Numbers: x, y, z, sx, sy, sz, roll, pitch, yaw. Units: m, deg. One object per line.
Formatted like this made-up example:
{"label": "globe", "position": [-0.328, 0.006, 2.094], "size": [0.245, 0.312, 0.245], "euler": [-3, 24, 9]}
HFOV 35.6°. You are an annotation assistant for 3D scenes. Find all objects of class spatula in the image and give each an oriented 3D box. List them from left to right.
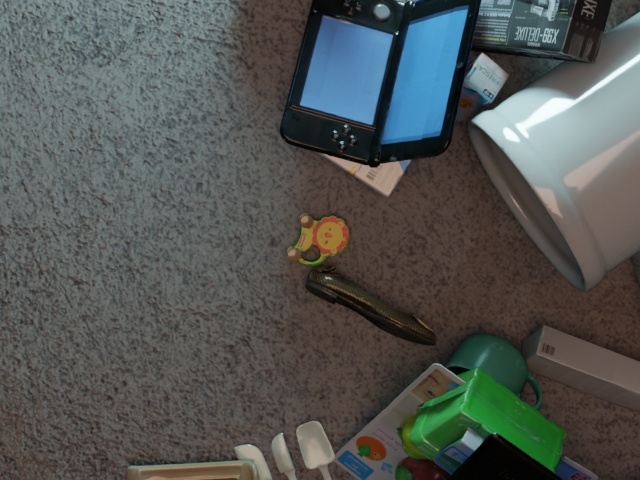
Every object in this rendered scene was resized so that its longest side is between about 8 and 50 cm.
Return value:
{"label": "spatula", "position": [-0.036, 0.455, 1.783], "size": [0.168, 0.019, 0.242], "euler": [-20, 95, 2]}

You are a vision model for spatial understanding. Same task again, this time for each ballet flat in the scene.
{"label": "ballet flat", "position": [0.093, 0.110, 1.721], "size": [0.249, 0.084, 0.058], "euler": [26, 72, 2]}

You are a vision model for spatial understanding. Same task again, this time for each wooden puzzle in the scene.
{"label": "wooden puzzle", "position": [-0.226, 0.506, 1.775], "size": [0.238, 0.044, 0.221], "euler": [-2, 99, 2]}

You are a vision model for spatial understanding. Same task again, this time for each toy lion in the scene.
{"label": "toy lion", "position": [0.000, 0.000, 1.729], "size": [0.096, 0.034, 0.100], "euler": [21, 96, -9]}

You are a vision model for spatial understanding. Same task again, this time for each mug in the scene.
{"label": "mug", "position": [0.297, 0.229, 1.697], "size": [0.157, 0.129, 0.097], "euler": [42, 62, -8]}

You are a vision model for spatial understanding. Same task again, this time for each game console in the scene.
{"label": "game console", "position": [0.092, -0.281, 1.582], "size": [0.250, 0.173, 0.293], "euler": [15, 77, -5]}

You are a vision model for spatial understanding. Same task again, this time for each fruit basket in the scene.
{"label": "fruit basket", "position": [0.225, 0.389, 1.666], "size": [0.327, 0.165, 0.353], "euler": [37, 126, -3]}

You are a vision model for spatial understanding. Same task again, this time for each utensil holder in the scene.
{"label": "utensil holder", "position": [0.476, -0.162, 1.559], "size": [0.385, 0.327, 0.328], "euler": [-35, 95, 2]}

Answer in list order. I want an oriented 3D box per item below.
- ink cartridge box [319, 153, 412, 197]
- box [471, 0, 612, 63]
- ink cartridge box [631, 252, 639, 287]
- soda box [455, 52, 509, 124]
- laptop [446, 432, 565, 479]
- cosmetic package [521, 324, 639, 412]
{"label": "ink cartridge box", "position": [0.066, -0.165, 1.691], "size": [0.181, 0.061, 0.104], "euler": [33, 94, -3]}
{"label": "box", "position": [0.323, -0.411, 1.544], "size": [0.076, 0.307, 0.243], "euler": [9, 97, -34]}
{"label": "ink cartridge box", "position": [0.653, 0.065, 1.677], "size": [0.207, 0.119, 0.354], "euler": [-18, 96, 3]}
{"label": "soda box", "position": [0.232, -0.238, 1.616], "size": [0.058, 0.183, 0.063], "euler": [37, 74, -7]}
{"label": "laptop", "position": [0.311, 0.495, 1.617], "size": [0.382, 0.408, 0.236], "euler": [36, 81, -3]}
{"label": "cosmetic package", "position": [0.469, 0.222, 1.704], "size": [0.239, 0.099, 0.060], "euler": [21, 67, -2]}
